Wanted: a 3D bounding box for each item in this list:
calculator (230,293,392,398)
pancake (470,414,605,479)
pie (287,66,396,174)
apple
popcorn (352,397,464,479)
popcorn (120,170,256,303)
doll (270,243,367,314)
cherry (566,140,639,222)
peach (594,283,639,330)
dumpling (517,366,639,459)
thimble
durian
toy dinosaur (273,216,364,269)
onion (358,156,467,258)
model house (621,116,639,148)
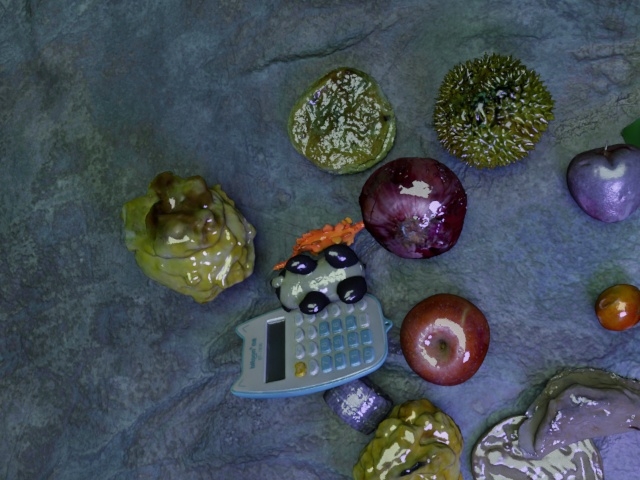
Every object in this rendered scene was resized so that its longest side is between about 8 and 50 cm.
[{"bbox_3d":[-0.018,0.242,1.335,0.386,0.054,0.256,-17,41,11],"label":"calculator"},{"bbox_3d":[0.483,0.522,1.252,0.294,0.049,0.294,-3,80,15],"label":"pancake"},{"bbox_3d":[0.052,-0.294,1.436,0.277,0.078,0.277,-1,84,14],"label":"pie"},{"bbox_3d":[0.281,0.219,1.284,0.201,0.162,0.201,1,92,21],"label":"apple"},{"bbox_3d":[0.194,0.492,1.243,0.252,0.215,0.286,34,97,-22],"label":"popcorn"},{"bbox_3d":[-0.306,-0.008,1.389,0.312,0.312,0.312,-2,83,13],"label":"popcorn"},{"bbox_3d":[0.000,0.098,1.358,0.234,0.135,0.144,-16,81,2],"label":"doll"},{"bbox_3d":[0.635,-0.131,1.253,0.176,0.140,0.176,4,108,11],"label":"cherry"},{"bbox_3d":[0.648,0.144,1.233,0.100,0.101,0.101,-2,83,13],"label":"peach"},{"bbox_3d":[0.569,0.346,1.216,0.332,0.086,0.166,-16,70,-2],"label":"dumpling"},{"bbox_3d":[0.086,0.366,1.312,0.150,0.150,0.098,37,89,14],"label":"thimble"},{"bbox_3d":[0.391,-0.284,1.294,0.291,0.225,0.291,-19,44,20],"label":"durian"},{"bbox_3d":[0.000,0.000,1.392,0.288,0.117,0.070,-24,79,6],"label":"toy dinosaur"},{"bbox_3d":[0.218,-0.080,1.318,0.252,0.219,0.252,7,119,12],"label":"onion"},{"bbox_3d":[0.867,-0.166,1.193,0.312,0.242,0.358,-16,78,-6],"label":"model house"}]
